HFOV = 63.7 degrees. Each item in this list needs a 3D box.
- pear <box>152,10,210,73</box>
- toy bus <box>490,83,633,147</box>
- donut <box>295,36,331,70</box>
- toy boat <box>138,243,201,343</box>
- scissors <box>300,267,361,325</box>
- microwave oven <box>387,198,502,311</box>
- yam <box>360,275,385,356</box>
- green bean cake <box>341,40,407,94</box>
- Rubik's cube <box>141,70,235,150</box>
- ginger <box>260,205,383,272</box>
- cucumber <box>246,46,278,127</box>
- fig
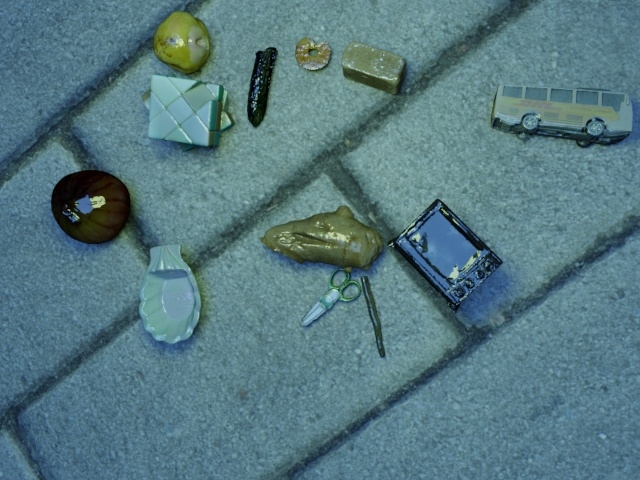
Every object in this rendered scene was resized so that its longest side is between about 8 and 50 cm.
[{"bbox_3d":[-0.414,-0.597,1.553,0.177,0.178,0.178,-1,87,11],"label":"pear"},{"bbox_3d":[0.635,-0.334,1.375,0.342,0.097,0.138,7,81,12],"label":"toy bus"},{"bbox_3d":[-0.022,-0.550,1.537,0.108,0.043,0.097,22,91,10],"label":"donut"},{"bbox_3d":[-0.440,0.159,1.549,0.199,0.100,0.291,-6,87,10],"label":"toy boat"},{"bbox_3d":[0.019,0.174,1.497,0.204,0.027,0.101,-42,79,4],"label":"scissors"},{"bbox_3d":[0.327,0.036,1.364,0.178,0.188,0.247,-45,81,6],"label":"microwave oven"},{"bbox_3d":[0.153,0.216,1.471,0.027,0.029,0.234,-17,85,37],"label":"yam"},{"bbox_3d":[0.153,-0.490,1.466,0.179,0.109,0.085,23,92,12],"label":"green bean cake"},{"bbox_3d":[-0.395,-0.374,1.523,0.265,0.213,0.225,10,103,0],"label":"Rubik's cube"},{"bbox_3d":[0.000,0.000,1.460,0.353,0.126,0.190,-3,92,9],"label":"ginger"},{"bbox_3d":[-0.183,-0.464,1.551,0.067,0.067,0.246,10,87,11],"label":"cucumber"},{"bbox_3d":[-0.700,-0.108,1.568,0.234,0.214,0.235,-12,63,24],"label":"fig"}]
